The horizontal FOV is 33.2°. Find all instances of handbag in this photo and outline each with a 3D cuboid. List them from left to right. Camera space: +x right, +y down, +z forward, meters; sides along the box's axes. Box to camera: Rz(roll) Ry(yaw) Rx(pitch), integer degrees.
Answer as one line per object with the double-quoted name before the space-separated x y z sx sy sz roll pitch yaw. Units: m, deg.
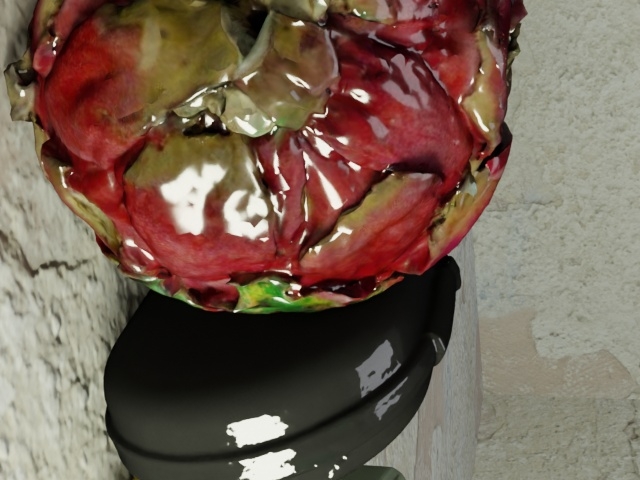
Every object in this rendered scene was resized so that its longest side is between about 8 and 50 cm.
"handbag" -0.027 0.068 0.793 0.308 0.254 0.093 -67 141 -58

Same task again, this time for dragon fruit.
"dragon fruit" -0.028 -0.102 0.675 0.329 0.329 0.329 0 90 -76

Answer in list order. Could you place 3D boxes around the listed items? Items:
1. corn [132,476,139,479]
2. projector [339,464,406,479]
"corn" -0.099 0.194 0.825 0.244 0.093 0.093 -70 156 -53
"projector" -0.020 0.287 0.969 0.242 0.177 0.163 3 89 -77
